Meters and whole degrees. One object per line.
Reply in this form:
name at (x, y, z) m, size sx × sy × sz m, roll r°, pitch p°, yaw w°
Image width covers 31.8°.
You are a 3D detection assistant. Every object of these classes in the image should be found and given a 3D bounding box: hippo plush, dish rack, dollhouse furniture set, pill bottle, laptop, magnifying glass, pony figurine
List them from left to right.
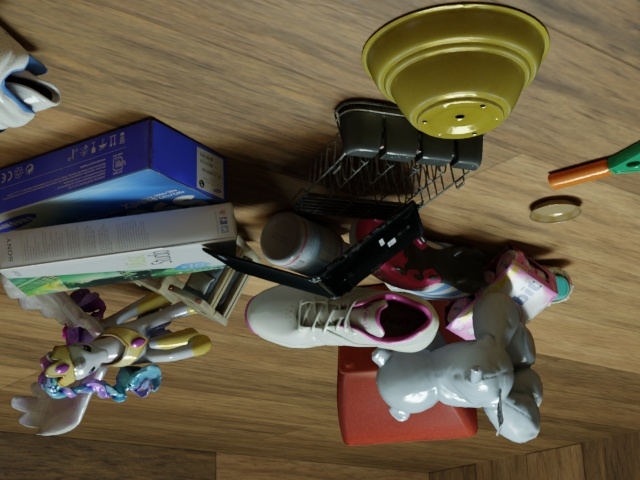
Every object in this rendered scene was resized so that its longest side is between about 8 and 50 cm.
pony figurine at (-0.380, 0.172, 1.941) m, size 0.363 × 0.302 × 0.351 m, roll -17°, pitch -172°, yaw -41°
dollhouse furniture set at (-0.221, 0.032, 1.829) m, size 0.184 × 0.129 × 0.129 m, roll 23°, pitch 167°, yaw 21°
pill bottle at (-0.015, 0.014, 1.794) m, size 0.087 × 0.087 × 0.160 m, roll -16°, pitch 155°, yaw 34°
laptop at (0.000, 0.000, 1.596) m, size 0.264 × 0.136 × 0.234 m, roll -38°, pitch 169°, yaw 1°
dish rack at (0.083, -0.095, 1.537) m, size 0.208 × 0.074 × 0.271 m, roll 7°, pitch 160°, yaw -19°
hippo plush at (0.224, 0.245, 1.878) m, size 0.237 × 0.294 × 0.234 m, roll -14°, pitch 112°, yaw 27°
magnifying glass at (0.434, -0.112, 1.589) m, size 0.231 × 0.026 × 0.092 m, roll -17°, pitch 155°, yaw 31°

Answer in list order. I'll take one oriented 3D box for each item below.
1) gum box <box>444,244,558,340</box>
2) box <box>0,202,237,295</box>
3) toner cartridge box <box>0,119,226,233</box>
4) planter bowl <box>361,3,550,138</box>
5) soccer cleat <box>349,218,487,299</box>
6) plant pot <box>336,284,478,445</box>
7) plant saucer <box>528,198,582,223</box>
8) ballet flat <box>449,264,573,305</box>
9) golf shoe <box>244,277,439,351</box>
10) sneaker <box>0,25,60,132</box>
gum box at (0.318, 0.103, 1.963) m, size 0.107 × 0.062 × 0.188 m, roll 32°, pitch 121°, yaw -18°
box at (-0.281, 0.017, 1.599) m, size 0.322 × 0.058 × 0.232 m, roll -7°, pitch 169°, yaw -6°
toner cartridge box at (-0.317, -0.066, 1.567) m, size 0.348 × 0.075 × 0.165 m, roll -14°, pitch 156°, yaw 30°
planter bowl at (0.157, -0.176, 1.288) m, size 0.217 × 0.090 × 0.217 m, roll -1°, pitch 159°, yaw 0°
soccer cleat at (0.136, 0.045, 1.850) m, size 0.143 × 0.116 × 0.331 m, roll -20°, pitch 154°, yaw 39°
plant pot at (0.150, 0.218, 2.154) m, size 0.267 × 0.267 × 0.235 m, roll -6°, pitch 147°, yaw 12°
plant saucer at (0.369, -0.048, 1.764) m, size 0.083 × 0.015 × 0.083 m, roll -2°, pitch 161°, yaw -1°
ballet flat at (0.335, 0.084, 2.038) m, size 0.241 × 0.091 × 0.077 m, roll 2°, pitch -167°, yaw 3°
golf shoe at (0.036, 0.111, 1.732) m, size 0.306 × 0.115 × 0.140 m, roll 1°, pitch 173°, yaw -3°
sneaker at (-0.417, -0.140, 1.274) m, size 0.236 × 0.130 × 0.323 m, roll 6°, pitch 153°, yaw -10°
